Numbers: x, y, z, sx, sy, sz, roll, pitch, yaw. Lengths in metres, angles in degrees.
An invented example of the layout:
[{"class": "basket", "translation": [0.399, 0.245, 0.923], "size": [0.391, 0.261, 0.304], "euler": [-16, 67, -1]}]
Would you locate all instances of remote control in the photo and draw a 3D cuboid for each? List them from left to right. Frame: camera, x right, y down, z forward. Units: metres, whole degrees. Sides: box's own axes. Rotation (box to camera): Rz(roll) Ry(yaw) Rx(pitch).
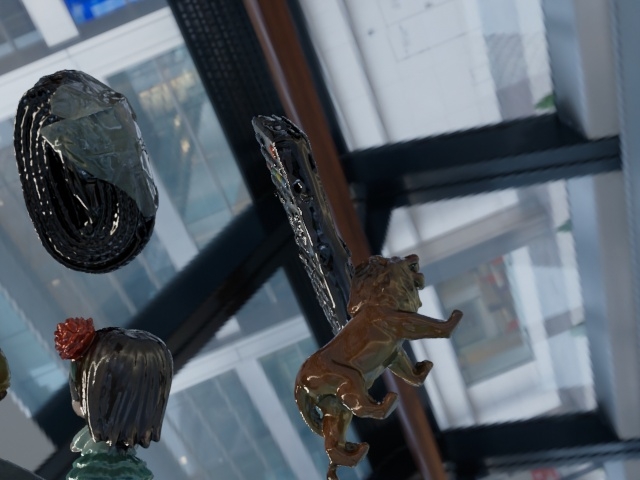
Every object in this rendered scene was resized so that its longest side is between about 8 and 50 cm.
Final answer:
[{"class": "remote control", "translation": [0.000, 0.000, 1.434], "size": [0.144, 0.062, 0.399], "euler": [49, 161, 59]}]

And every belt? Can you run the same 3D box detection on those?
[{"class": "belt", "translation": [-0.336, -0.097, 1.389], "size": [0.164, 0.184, 0.289], "euler": [-102, -1, -71]}]

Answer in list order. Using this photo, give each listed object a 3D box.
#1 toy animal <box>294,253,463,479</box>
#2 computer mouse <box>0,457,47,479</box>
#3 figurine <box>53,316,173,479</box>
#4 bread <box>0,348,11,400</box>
[{"class": "toy animal", "translation": [0.056, 0.134, 1.180], "size": [0.157, 0.312, 0.097], "euler": [33, 148, 18]}, {"class": "computer mouse", "translation": [-0.428, 0.456, 1.448], "size": [0.371, 0.122, 0.188], "euler": [28, -159, 2]}, {"class": "figurine", "translation": [-0.233, 0.211, 1.072], "size": [0.138, 0.110, 0.245], "euler": [20, -114, -50]}, {"class": "bread", "translation": [-0.426, 0.095, 1.046], "size": [0.232, 0.128, 0.088], "euler": [64, 177, -7]}]
